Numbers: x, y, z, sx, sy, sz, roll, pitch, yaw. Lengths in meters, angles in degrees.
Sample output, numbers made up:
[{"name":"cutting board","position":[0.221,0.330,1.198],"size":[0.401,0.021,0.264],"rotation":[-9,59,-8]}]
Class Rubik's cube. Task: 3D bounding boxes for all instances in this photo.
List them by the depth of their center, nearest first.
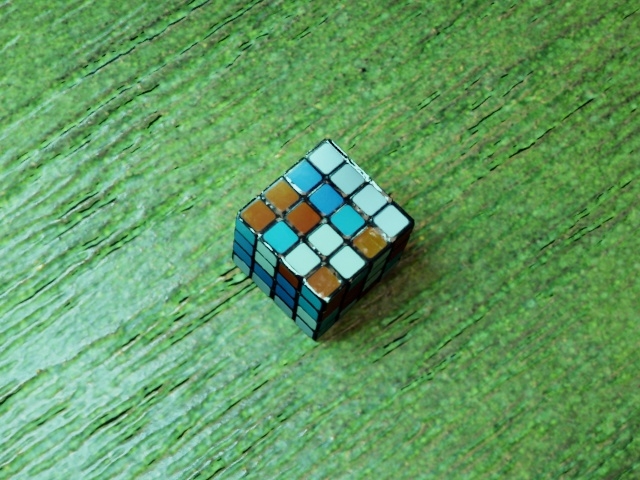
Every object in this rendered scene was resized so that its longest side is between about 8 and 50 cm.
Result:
[{"name":"Rubik's cube","position":[0.000,0.000,1.967],"size":[0.155,0.151,0.154],"rotation":[-41,78,-18]}]
